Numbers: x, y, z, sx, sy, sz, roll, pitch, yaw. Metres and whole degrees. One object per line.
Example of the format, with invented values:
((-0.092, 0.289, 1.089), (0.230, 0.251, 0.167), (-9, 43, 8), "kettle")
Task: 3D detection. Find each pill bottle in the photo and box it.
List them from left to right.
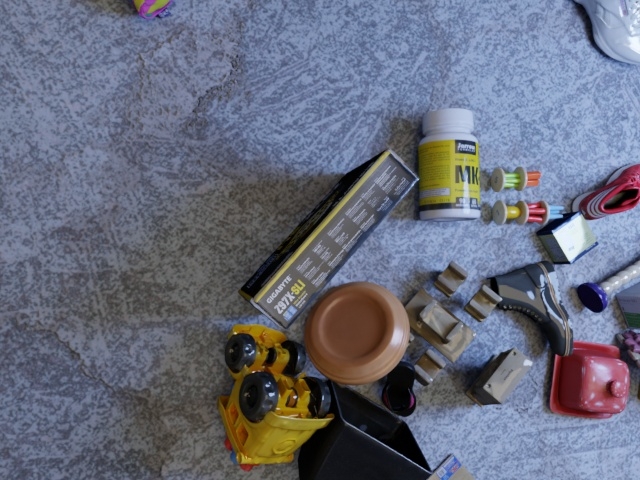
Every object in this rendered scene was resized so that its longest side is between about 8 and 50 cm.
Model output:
((0.252, -0.144, 1.087), (0.119, 0.119, 0.209), (-1, 88, -12), "pill bottle")

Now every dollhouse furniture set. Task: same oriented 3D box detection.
((0.268, 0.204, 1.089), (0.242, 0.161, 0.212), (40, 79, 15), "dollhouse furniture set")

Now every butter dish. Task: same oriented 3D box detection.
((0.575, 0.295, 1.137), (0.160, 0.118, 0.160), (10, 86, -12), "butter dish")

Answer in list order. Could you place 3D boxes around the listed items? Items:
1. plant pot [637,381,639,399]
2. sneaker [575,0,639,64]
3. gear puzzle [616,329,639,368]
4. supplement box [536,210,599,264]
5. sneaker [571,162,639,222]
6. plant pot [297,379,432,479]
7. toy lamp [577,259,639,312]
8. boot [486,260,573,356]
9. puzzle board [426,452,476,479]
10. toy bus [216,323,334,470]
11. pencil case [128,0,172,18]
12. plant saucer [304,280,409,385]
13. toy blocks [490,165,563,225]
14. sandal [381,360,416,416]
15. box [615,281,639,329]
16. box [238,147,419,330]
((0.756, 0.318, 1.193), (0.081, 0.083, 0.081), (12, 85, -12), "plant pot")
((0.641, -0.505, 1.173), (0.114, 0.152, 0.305), (-44, 98, -13), "sneaker")
((0.819, 0.269, 1.172), (0.338, 0.175, 0.044), (11, 122, -12), "gear puzzle")
((0.523, -0.004, 1.171), (0.083, 0.056, 0.083), (-32, 94, -12), "supplement box")
((0.659, -0.103, 1.169), (0.221, 0.128, 0.087), (-33, 95, -10), "sneaker")
((0.057, 0.391, 0.997), (0.187, 0.188, 0.167), (34, 95, -9), "plant pot")
((0.687, 0.059, 1.194), (0.274, 0.080, 0.080), (-28, 93, -13), "toy lamp")
((0.429, 0.152, 1.143), (0.137, 0.077, 0.198), (-12, 77, -8), "boot")
((0.251, 0.507, 1.111), (0.128, 0.011, 0.096), (-41, 95, -12), "puzzle board")
((-0.110, 0.288, 0.970), (0.149, 0.220, 0.211), (16, 116, -40), "toy bus")
((-0.350, -0.508, 0.980), (0.104, 0.104, 0.236), (-42, 95, -11), "pencil case")
((0.062, 0.162, 1.012), (0.199, 0.037, 0.200), (-8, 59, 15), "plant saucer")
((0.437, -0.094, 1.158), (0.148, 0.054, 0.123), (-1, 88, -12), "toy blocks")
((0.146, 0.289, 1.032), (0.067, 0.179, 0.040), (3, 47, 10), "sandal")
((0.721, 0.137, 1.185), (0.101, 0.101, 0.087), (-22, 92, -12), "box")
((0.000, 0.000, 0.955), (0.079, 0.257, 0.322), (43, 80, -6), "box")
